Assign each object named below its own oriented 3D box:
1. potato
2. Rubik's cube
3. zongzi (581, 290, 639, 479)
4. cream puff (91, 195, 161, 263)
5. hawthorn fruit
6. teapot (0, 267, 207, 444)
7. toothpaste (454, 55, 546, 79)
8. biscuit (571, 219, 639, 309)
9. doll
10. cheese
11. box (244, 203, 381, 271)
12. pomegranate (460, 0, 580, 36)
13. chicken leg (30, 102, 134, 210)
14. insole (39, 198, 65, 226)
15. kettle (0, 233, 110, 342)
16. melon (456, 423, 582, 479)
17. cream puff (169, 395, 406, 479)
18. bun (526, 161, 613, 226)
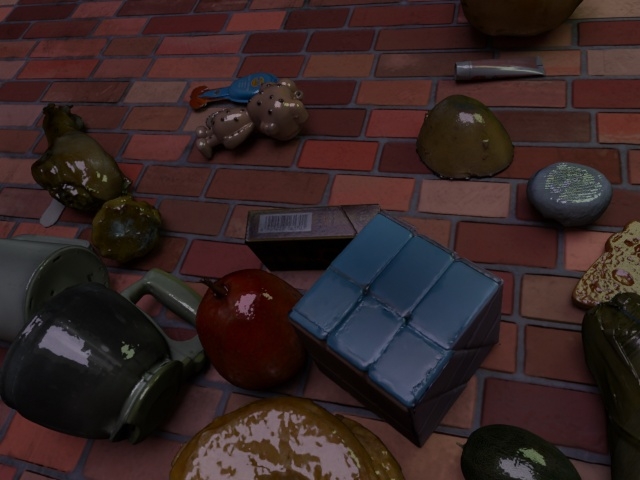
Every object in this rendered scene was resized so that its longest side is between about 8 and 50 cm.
[{"bbox_3d":[0.292,-0.226,1.074,0.182,0.117,0.202,-29,54,-9],"label":"potato"},{"bbox_3d":[0.123,0.135,0.804,0.225,0.221,0.231,32,69,30],"label":"Rubik's cube"},{"bbox_3d":[0.417,0.226,0.733,0.274,0.125,0.251,-36,56,-3],"label":"zongzi"},{"bbox_3d":[-0.408,-0.029,1.123,0.146,0.146,0.116,-30,16,-7],"label":"cream puff"},{"bbox_3d":[-0.123,0.130,0.869,0.197,0.225,0.196,-24,35,18],"label":"hawthorn fruit"},{"bbox_3d":[-0.338,0.213,0.915,0.239,0.321,0.239,26,106,11],"label":"teapot"},{"bbox_3d":[0.406,-0.393,1.203,0.195,0.043,0.067,-2,54,6],"label":"toothpaste"},{"bbox_3d":[0.544,0.048,0.867,0.280,0.043,0.183,-27,51,1],"label":"biscuit"},{"bbox_3d":[-0.163,-0.284,1.238,0.278,0.119,0.154,-15,53,16],"label":"doll"},{"bbox_3d":[-0.219,-0.383,1.357,0.256,0.037,0.106,-6,54,12],"label":"cheese"},{"bbox_3d":[0.000,0.000,0.969,0.240,0.159,0.071,-2,64,12],"label":"box"},{"bbox_3d":[0.451,-0.623,1.185,0.333,0.332,0.332,-7,55,10],"label":"pomegranate"},{"bbox_3d":[-0.600,-0.215,1.285,0.201,0.152,0.429,-21,46,-21],"label":"chicken leg"},{"bbox_3d":[-0.628,-0.113,1.297,0.065,0.004,0.197,5,58,17],"label":"insole"},{"bbox_3d":[-0.600,0.072,1.048,0.318,0.205,0.265,4,61,20],"label":"kettle"},{"bbox_3d":[0.263,0.313,0.714,0.167,0.114,0.114,20,64,25],"label":"melon"},{"bbox_3d":[-0.049,0.376,0.681,0.343,0.231,0.327,-39,61,-20],"label":"cream puff"},{"bbox_3d":[0.444,-0.079,0.954,0.141,0.083,0.140,-6,46,6],"label":"bun"}]
